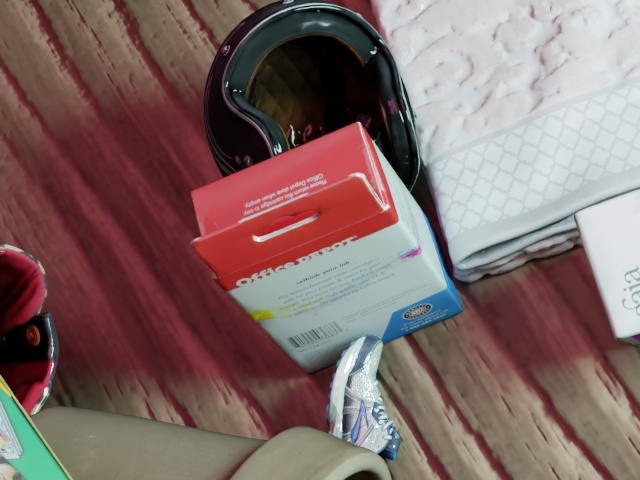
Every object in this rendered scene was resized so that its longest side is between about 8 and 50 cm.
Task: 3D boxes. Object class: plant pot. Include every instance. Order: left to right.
[{"bbox_3d":[-0.108,0.219,1.309,0.229,0.263,0.263,21,74,22],"label":"plant pot"}]

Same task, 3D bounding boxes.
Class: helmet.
[{"bbox_3d":[-0.011,-0.096,1.499,0.169,0.169,0.161,-29,60,6],"label":"helmet"}]

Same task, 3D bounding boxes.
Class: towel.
[{"bbox_3d":[0.213,-0.155,1.509,0.332,0.053,0.317,-20,59,11],"label":"towel"}]

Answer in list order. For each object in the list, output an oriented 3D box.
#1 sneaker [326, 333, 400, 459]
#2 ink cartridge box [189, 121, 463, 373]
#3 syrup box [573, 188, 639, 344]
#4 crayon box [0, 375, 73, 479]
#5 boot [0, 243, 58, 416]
[{"bbox_3d":[0.034,0.136,1.441,0.058,0.052,0.135,9,76,15],"label":"sneaker"},{"bbox_3d":[0.000,0.000,1.409,0.134,0.231,0.078,-22,59,10],"label":"ink cartridge box"},{"bbox_3d":[0.302,-0.010,1.359,0.237,0.096,0.093,-20,80,11],"label":"syrup box"},{"bbox_3d":[-0.198,0.316,1.193,0.363,0.106,0.313,51,126,23],"label":"crayon box"},{"bbox_3d":[-0.309,0.046,1.497,0.284,0.138,0.377,-11,47,44],"label":"boot"}]
